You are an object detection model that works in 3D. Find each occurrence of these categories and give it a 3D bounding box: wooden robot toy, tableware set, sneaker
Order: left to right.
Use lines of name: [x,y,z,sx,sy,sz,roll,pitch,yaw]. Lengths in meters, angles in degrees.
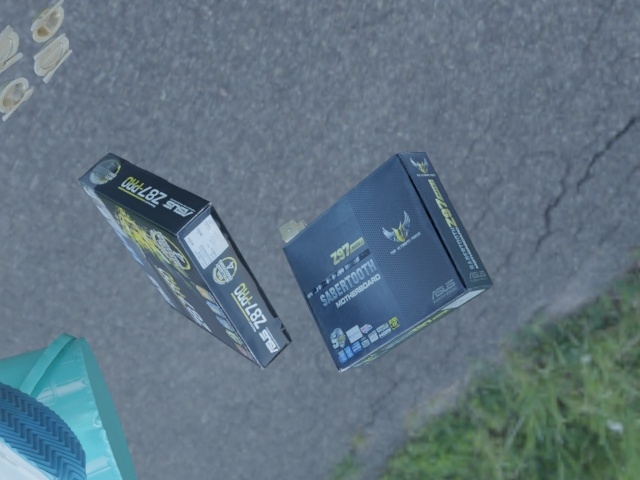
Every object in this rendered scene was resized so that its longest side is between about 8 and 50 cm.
sneaker: [-0.287,0.161,0.754,0.228,0.092,0.087,22,-177,20]
tableware set: [-0.377,-0.238,1.223,0.020,0.141,0.169,37,157,8]
wooden robot toy: [0.000,0.000,1.564,0.079,0.076,0.173,-31,140,11]

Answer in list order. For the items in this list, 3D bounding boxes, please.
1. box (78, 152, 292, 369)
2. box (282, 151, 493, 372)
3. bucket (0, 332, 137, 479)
box: [-0.246,0.039,1.764,0.318,0.097,0.395,29,156,41]
box: [0.073,0.029,1.143,0.059,0.183,0.232,-5,155,-47]
bucket: [-0.337,0.256,1.140,0.183,0.281,0.281,-19,143,-11]
